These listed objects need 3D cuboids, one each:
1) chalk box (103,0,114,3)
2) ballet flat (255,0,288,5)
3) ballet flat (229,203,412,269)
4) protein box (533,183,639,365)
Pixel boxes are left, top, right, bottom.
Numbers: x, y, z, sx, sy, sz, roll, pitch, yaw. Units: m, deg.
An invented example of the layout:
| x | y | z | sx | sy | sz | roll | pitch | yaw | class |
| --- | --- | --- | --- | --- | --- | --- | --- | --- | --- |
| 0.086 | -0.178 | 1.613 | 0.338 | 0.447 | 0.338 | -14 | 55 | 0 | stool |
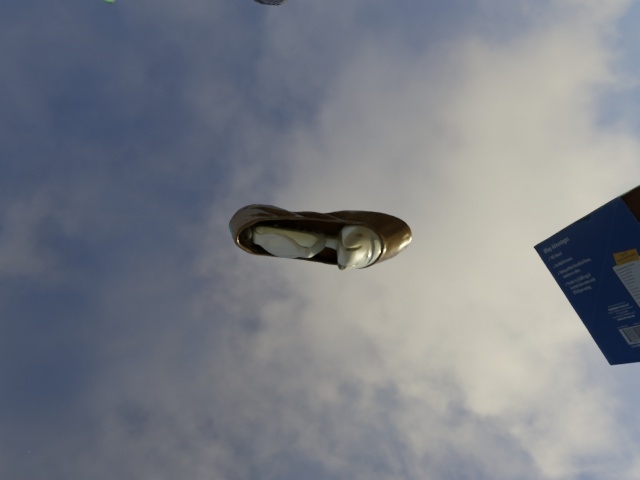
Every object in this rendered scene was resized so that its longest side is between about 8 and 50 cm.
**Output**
| x | y | z | sx | sy | sz | roll | pitch | yaw | class |
| --- | --- | --- | --- | --- | --- | --- | --- | --- | --- |
| -0.231 | -0.324 | 0.444 | 0.132 | 0.132 | 0.213 | 43 | -169 | -20 | chalk box |
| -0.017 | -0.195 | 0.347 | 0.041 | 0.041 | 0.114 | 45 | -131 | -7 | ballet flat |
| 0.000 | 0.000 | 0.883 | 0.343 | 0.116 | 0.124 | 8 | -158 | -2 | ballet flat |
| 0.438 | 0.037 | 0.646 | 0.136 | 0.200 | 0.201 | -24 | -105 | -14 | protein box |
